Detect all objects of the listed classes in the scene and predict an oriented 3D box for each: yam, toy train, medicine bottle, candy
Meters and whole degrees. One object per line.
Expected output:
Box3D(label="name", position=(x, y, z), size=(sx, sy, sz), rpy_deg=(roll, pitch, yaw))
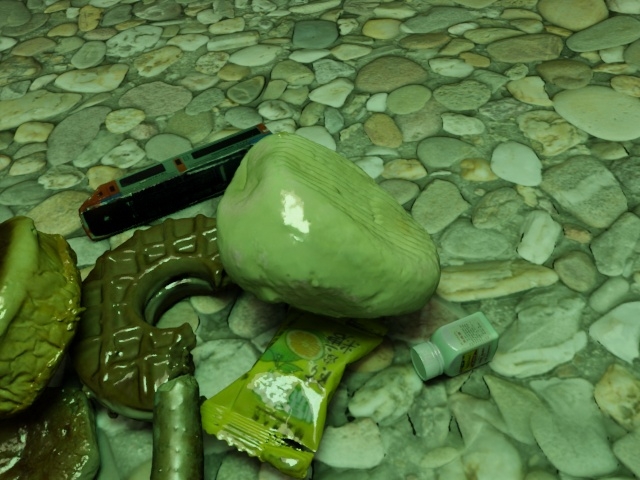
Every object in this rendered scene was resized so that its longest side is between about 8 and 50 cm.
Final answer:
Box3D(label="yam", position=(-0.171, 0.321, 0.629), size=(0.071, 0.067, 0.317), rpy_deg=(-22, 62, 32))
Box3D(label="toy train", position=(-0.282, -0.123, 1.074), size=(0.409, 0.086, 0.089), rpy_deg=(-24, 50, -15))
Box3D(label="medicine bottle", position=(0.196, 0.160, 0.781), size=(0.118, 0.074, 0.055), rpy_deg=(-18, 50, -11))
Box3D(label="candy", position=(-0.034, 0.185, 0.776), size=(0.187, 0.081, 0.297), rpy_deg=(18, 44, 21))

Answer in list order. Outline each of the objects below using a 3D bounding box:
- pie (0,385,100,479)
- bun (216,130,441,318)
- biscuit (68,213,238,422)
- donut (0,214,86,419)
Box3D(label="pie", position=(-0.398, 0.298, 0.736), size=(0.195, 0.046, 0.195), rpy_deg=(-5, 49, 6))
Box3D(label="bun", position=(0.000, 0.000, 0.806), size=(0.361, 0.213, 0.361), rpy_deg=(31, 25, -16))
Box3D(label="biscuit", position=(-0.254, 0.102, 0.853), size=(0.268, 0.115, 0.366), rpy_deg=(14, 50, 18))
Box3D(label="donut", position=(-0.471, 0.116, 0.779), size=(0.330, 0.160, 0.330), rpy_deg=(-19, 59, 35))
